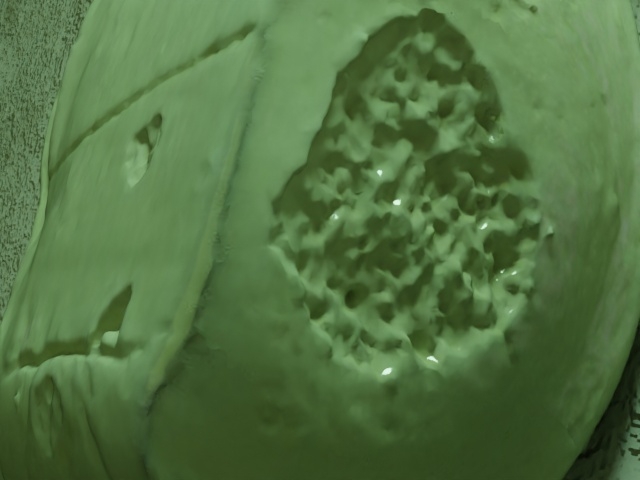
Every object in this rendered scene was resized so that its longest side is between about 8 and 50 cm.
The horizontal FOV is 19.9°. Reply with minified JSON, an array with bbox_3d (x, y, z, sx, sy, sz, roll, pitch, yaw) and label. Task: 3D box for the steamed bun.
[{"bbox_3d":[0.000,0.000,1.076,0.371,0.290,0.455,-7,65,62],"label":"steamed bun"}]
